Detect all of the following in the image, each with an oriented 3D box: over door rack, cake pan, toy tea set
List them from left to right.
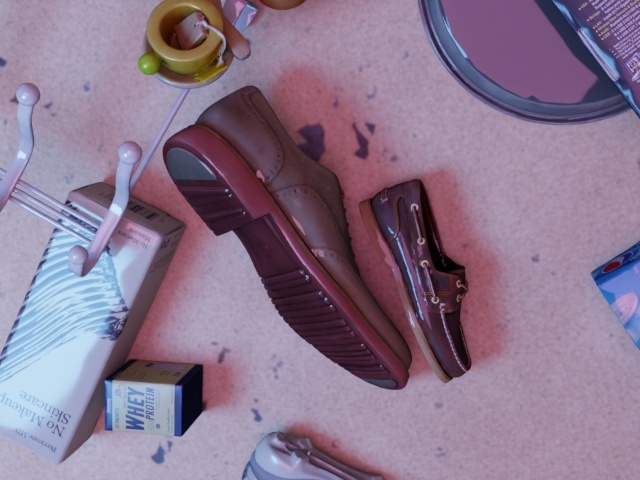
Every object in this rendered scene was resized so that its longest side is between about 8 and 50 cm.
[{"bbox_3d":[-0.245,-0.163,1.043,0.239,0.108,0.324,30,81,4],"label":"over door rack"},{"bbox_3d":[-0.065,-0.301,0.994,0.336,0.124,0.200,-38,76,-12],"label":"toy tea set"},{"bbox_3d":[0.235,-0.254,1.037,0.293,0.054,0.293,1,100,8],"label":"cake pan"}]

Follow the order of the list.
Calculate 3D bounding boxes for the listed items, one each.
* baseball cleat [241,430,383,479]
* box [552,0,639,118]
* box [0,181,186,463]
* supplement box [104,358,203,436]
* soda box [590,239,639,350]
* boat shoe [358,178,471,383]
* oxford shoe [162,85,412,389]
[{"bbox_3d":[0.013,0.284,1.165,0.206,0.072,0.109,33,116,6],"label":"baseball cleat"},{"bbox_3d":[0.354,-0.315,0.897,0.395,0.097,0.318,-38,87,19],"label":"box"},{"bbox_3d":[-0.252,0.084,1.147,0.113,0.094,0.275,25,102,4],"label":"box"},{"bbox_3d":[-0.175,0.165,1.155,0.083,0.083,0.056,3,99,9],"label":"supplement box"},{"bbox_3d":[0.353,0.105,1.072,0.067,0.071,0.210,-35,93,12],"label":"soda box"},{"bbox_3d":[0.111,0.040,1.096,0.073,0.073,0.207,-23,96,13],"label":"boat shoe"},{"bbox_3d":[0.000,0.000,1.084,0.130,0.123,0.348,-48,112,-28],"label":"oxford shoe"}]
